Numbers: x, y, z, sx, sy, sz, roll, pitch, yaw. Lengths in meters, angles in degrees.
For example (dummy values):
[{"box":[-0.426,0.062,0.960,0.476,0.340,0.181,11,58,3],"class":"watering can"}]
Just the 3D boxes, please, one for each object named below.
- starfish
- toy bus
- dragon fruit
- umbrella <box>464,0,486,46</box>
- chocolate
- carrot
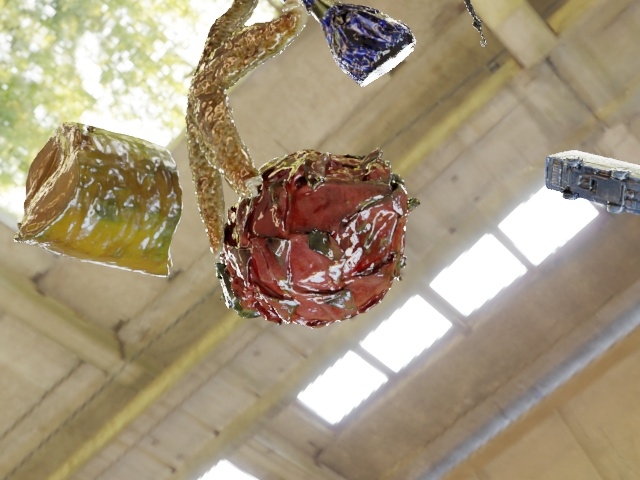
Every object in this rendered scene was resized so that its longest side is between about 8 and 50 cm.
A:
[{"box":[-0.110,-0.162,1.162,0.327,0.094,0.375,170,-70,-73],"class":"starfish"},{"box":[0.514,-0.104,1.773,0.236,0.094,0.079,24,-61,52],"class":"toy bus"},{"box":[0.000,0.000,1.285,0.298,0.244,0.244,-24,-140,35],"class":"dragon fruit"},{"box":[0.293,-0.446,1.916,0.022,0.149,0.022,-24,-173,-16],"class":"umbrella"},{"box":[0.003,-0.402,1.653,0.126,0.343,0.148,-41,169,-13],"class":"chocolate"},{"box":[-0.364,-0.070,1.750,0.241,0.340,0.242,-14,-110,43],"class":"carrot"}]
